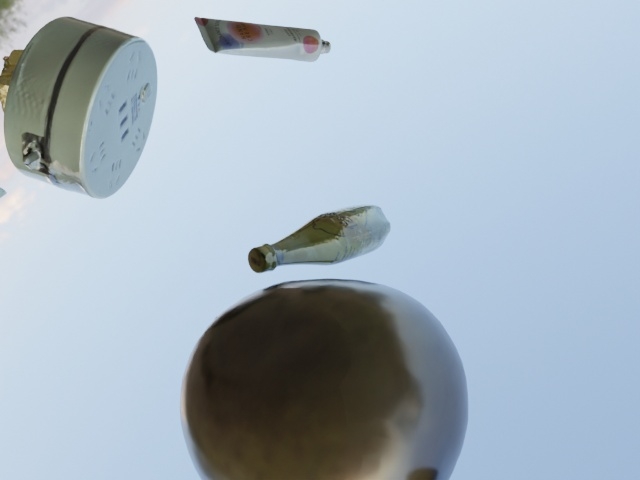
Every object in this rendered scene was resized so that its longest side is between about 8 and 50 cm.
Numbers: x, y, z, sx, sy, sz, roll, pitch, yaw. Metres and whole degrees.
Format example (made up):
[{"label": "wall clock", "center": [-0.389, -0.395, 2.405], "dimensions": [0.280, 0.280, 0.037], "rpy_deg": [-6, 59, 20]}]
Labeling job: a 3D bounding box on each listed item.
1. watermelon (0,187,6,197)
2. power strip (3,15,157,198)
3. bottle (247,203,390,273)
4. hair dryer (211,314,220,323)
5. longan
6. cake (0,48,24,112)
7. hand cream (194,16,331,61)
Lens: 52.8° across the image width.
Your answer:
[{"label": "watermelon", "center": [-0.533, -0.042, 0.958], "dimensions": [0.121, 0.098, 0.158], "rpy_deg": [-9, -100, 10]}, {"label": "power strip", "center": [-0.463, -0.250, 1.276], "dimensions": [0.357, 0.162, 0.357], "rpy_deg": [18, 90, -88]}, {"label": "bottle", "center": [0.000, 0.000, 0.974], "dimensions": [0.083, 0.270, 0.083], "rpy_deg": [13, -71, 41]}, {"label": "hair dryer", "center": [-0.042, 0.202, 1.104], "dimensions": [0.303, 0.116, 0.244], "rpy_deg": [-29, -113, 1]}, {"label": "longan", "center": [0.002, 0.204, 0.799], "dimensions": [0.361, 0.361, 0.360], "rpy_deg": [-26, -139, 25]}, {"label": "cake", "center": [-0.734, -0.406, 1.783], "dimensions": [0.223, 0.227, 0.286], "rpy_deg": [-3, -138, -12]}, {"label": "hand cream", "center": [-0.123, -0.475, 1.528], "dimensions": [0.077, 0.341, 0.124], "rpy_deg": [-56, -132, 44]}]
